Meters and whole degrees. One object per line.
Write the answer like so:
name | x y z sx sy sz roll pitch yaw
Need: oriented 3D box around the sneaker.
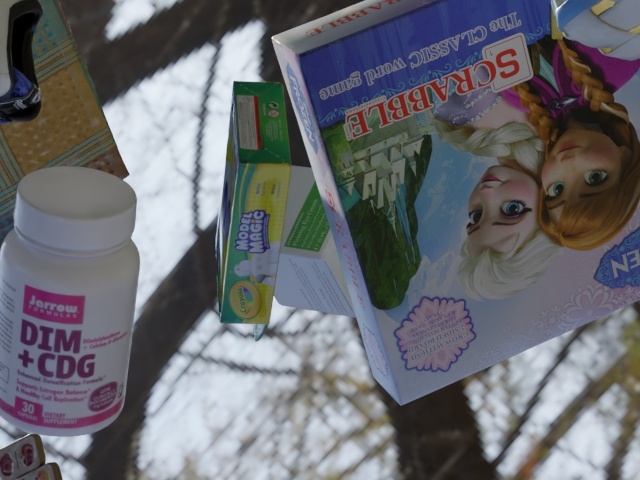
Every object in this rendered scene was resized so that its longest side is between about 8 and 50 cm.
sneaker | -0.399 -0.162 1.838 0.182 0.315 0.127 35 171 15

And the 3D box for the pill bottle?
pill bottle | -0.291 0.069 2.014 0.160 0.283 0.160 7 -153 -4

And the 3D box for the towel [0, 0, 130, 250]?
towel | -0.415 -0.157 2.229 0.040 0.271 0.370 47 163 45

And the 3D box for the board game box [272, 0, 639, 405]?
board game box | 0.155 -0.069 1.402 0.066 0.319 0.318 -134 23 -61

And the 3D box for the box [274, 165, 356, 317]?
box | 0.000 0.000 1.636 0.087 0.101 0.102 8 148 29

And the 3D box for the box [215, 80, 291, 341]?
box | -0.053 -0.019 1.317 0.043 0.179 0.105 1 -140 -7

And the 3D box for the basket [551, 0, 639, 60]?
basket | 0.231 -0.272 1.077 0.201 0.255 0.289 15 -121 -33

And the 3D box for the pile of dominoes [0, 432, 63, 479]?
pile of dominoes | -0.243 0.293 1.440 0.040 0.196 0.251 0 -137 -47
